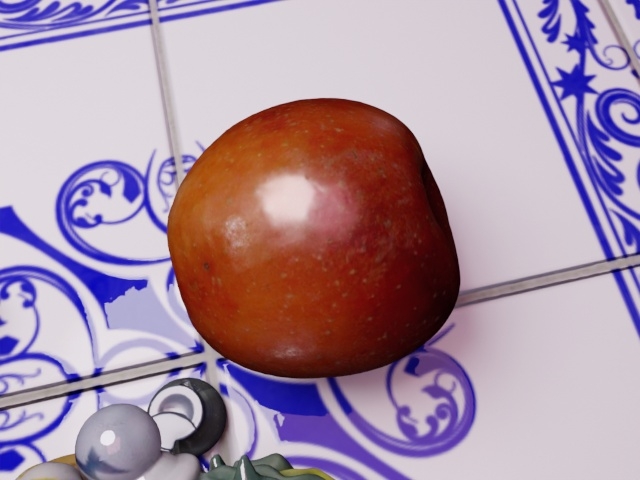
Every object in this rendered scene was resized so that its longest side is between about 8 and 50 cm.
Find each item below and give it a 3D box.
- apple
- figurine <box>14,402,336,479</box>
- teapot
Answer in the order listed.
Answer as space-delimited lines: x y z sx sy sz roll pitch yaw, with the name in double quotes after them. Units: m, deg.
0.000 0.000 0.490 0.201 0.218 0.218 -14 66 22 "apple"
-0.125 0.233 0.408 0.381 0.261 0.186 -6 36 16 "figurine"
-0.116 0.153 0.511 0.066 0.057 0.088 11 68 5 "teapot"
